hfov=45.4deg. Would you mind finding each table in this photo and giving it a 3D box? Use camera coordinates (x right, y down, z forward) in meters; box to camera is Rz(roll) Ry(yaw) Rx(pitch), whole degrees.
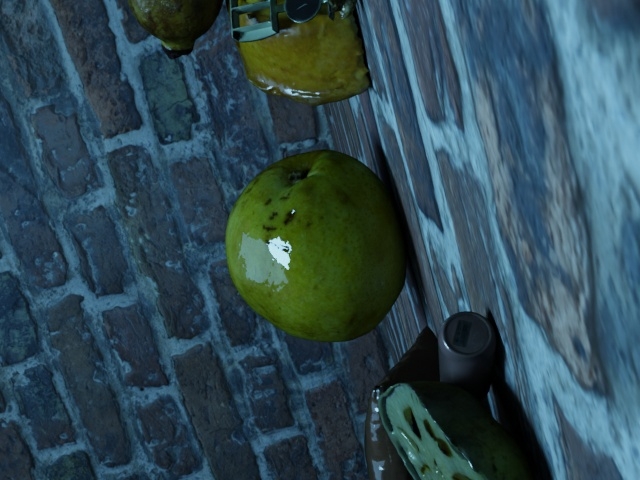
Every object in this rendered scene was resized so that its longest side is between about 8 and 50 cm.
[{"bbox_3d":[-0.063,-0.366,1.011,0.062,0.146,0.175,10,-105,-66],"label":"table"}]

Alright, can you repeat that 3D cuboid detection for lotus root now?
[{"bbox_3d":[0.139,0.204,0.725,0.183,0.078,0.203,59,162,12],"label":"lotus root"},{"bbox_3d":[-0.210,-0.378,1.096,0.128,0.145,0.260,-110,19,-45],"label":"lotus root"}]

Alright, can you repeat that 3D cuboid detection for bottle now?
[{"bbox_3d":[0.141,0.117,0.741,0.140,0.053,0.053,74,180,-59],"label":"bottle"}]

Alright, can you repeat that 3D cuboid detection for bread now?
[{"bbox_3d":[-0.052,-0.344,1.169,0.194,0.179,0.340,75,179,-55],"label":"bread"}]

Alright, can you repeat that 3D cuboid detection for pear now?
[{"bbox_3d":[0.000,0.000,1.240,0.304,0.304,0.304,-16,-90,-90],"label":"pear"}]

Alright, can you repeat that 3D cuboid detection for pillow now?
[{"bbox_3d":[0.136,0.288,0.960,0.308,0.108,0.305,-20,-84,-70],"label":"pillow"}]

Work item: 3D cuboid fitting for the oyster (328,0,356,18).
[{"bbox_3d":[0.012,-0.342,0.928,0.148,0.051,0.103,65,-147,-45],"label":"oyster"}]
